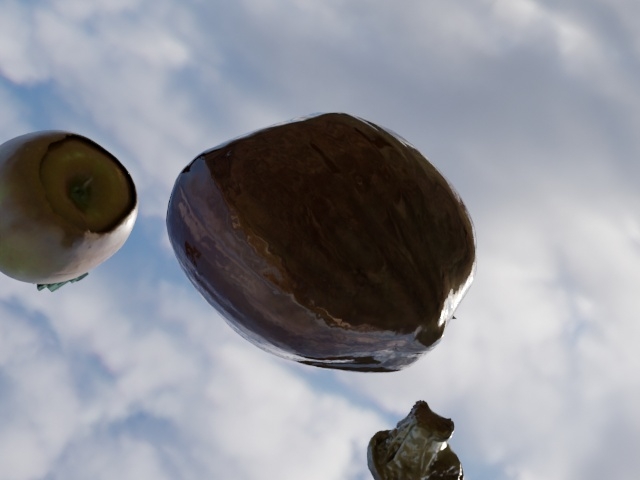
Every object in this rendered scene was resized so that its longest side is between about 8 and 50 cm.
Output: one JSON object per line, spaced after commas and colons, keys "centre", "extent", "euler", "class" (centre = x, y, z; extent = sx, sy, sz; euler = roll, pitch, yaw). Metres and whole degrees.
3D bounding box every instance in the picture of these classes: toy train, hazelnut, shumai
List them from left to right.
{"centre": [-0.394, 0.048, 2.060], "extent": [0.053, 0.083, 0.033], "euler": [52, -170, -38], "class": "toy train"}
{"centre": [-0.003, 0.009, 0.961], "extent": [0.210, 0.186, 0.210], "euler": [18, -117, -40], "class": "hazelnut"}
{"centre": [0.134, 0.274, 1.771], "extent": [0.146, 0.116, 0.145], "euler": [26, -149, -17], "class": "shumai"}

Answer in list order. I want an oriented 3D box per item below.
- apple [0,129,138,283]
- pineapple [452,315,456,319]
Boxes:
{"centre": [-0.370, -0.046, 1.905], "extent": [0.237, 0.207, 0.236], "euler": [6, -100, -37], "class": "apple"}
{"centre": [0.060, 0.041, 1.607], "extent": [0.233, 0.079, 0.135], "euler": [36, -124, -18], "class": "pineapple"}
